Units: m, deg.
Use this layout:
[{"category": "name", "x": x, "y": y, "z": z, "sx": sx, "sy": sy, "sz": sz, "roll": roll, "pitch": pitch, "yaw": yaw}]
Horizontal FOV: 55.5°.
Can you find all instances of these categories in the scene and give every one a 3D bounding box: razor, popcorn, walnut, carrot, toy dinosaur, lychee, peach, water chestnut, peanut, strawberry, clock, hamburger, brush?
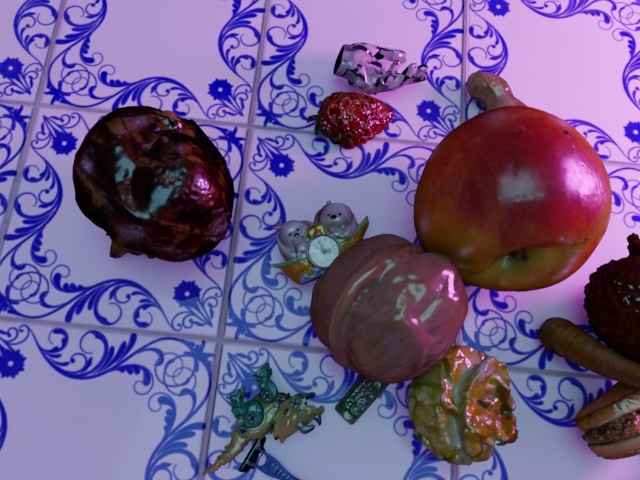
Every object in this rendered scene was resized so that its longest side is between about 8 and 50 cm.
[{"category": "razor", "x": -0.034, "y": 0.479, "z": 1.175, "sx": 0.253, "sy": 0.042, "sz": 0.082, "roll": 32, "pitch": 73, "yaw": 7}, {"category": "popcorn", "x": 0.265, "y": 0.312, "z": 1.164, "sx": 0.204, "sy": 0.184, "sz": 0.221, "roll": 15, "pitch": 69, "yaw": -27}, {"category": "walnut", "x": 0.122, "y": 0.130, "z": 1.154, "sx": 0.285, "sy": 0.285, "sz": 0.296, "roll": -43, "pitch": 43, "yaw": -14}, {"category": "carrot", "x": 0.545, "y": 0.229, "z": 1.167, "sx": 0.078, "sy": 0.298, "sz": 0.078, "roll": -8, "pitch": 109, "yaw": -26}, {"category": "toy dinosaur", "x": -0.130, "y": 0.349, "z": 1.181, "sx": 0.259, "sy": 0.094, "sz": 0.153, "roll": -29, "pitch": 68, "yaw": -14}, {"category": "lychee", "x": 0.661, "y": 0.120, "z": 1.200, "sx": 0.264, "sy": 0.264, "sz": 0.300, "roll": -10, "pitch": 67, "yaw": -5}, {"category": "peach", "x": 0.375, "y": -0.092, "z": 1.217, "sx": 0.388, "sy": 0.388, "sz": 0.388, "roll": 1, "pitch": 73, "yaw": -2}, {"category": "water chestnut", "x": -0.345, "y": -0.083, "z": 1.223, "sx": 0.335, "sy": 0.335, "sz": 0.347, "roll": 46, "pitch": 106, "yaw": 11}, {"category": "peanut", "x": 0.416, "y": -0.323, "z": 1.426, "sx": 0.089, "sy": 0.089, "sz": 0.192, "roll": -30, "pitch": 72, "yaw": -11}, {"category": "strawberry", "x": 0.071, "y": -0.286, "z": 1.397, "sx": 0.192, "sy": 0.085, "sz": 0.140, "roll": 17, "pitch": 71, "yaw": 1}, {"category": "clock", "x": 0.000, "y": 0.000, "z": 1.294, "sx": 0.231, "sy": 0.103, "sz": 0.144, "roll": -24, "pitch": 83, "yaw": -8}, {"category": "hamburger", "x": 0.587, "y": 0.343, "z": 1.165, "sx": 0.182, "sy": 0.191, "sz": 0.118, "roll": -41, "pitch": 68, "yaw": 16}, {"category": "brush", "x": 0.141, "y": 0.256, "z": 1.251, "sx": 0.054, "sy": 0.048, "sz": 0.282, "roll": 42, "pitch": 74, "yaw": 11}]

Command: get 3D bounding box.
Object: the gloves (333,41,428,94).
[{"category": "gloves", "x": 0.144, "y": -0.395, "z": 1.423, "sx": 0.212, "sy": 0.127, "sz": 0.111, "roll": 18, "pitch": 117, "yaw": -14}]
